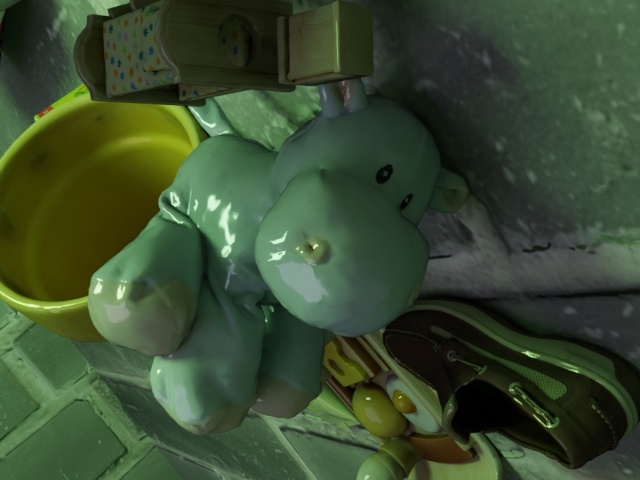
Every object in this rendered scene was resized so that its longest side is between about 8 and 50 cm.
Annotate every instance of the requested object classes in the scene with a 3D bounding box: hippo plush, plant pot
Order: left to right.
[{"bbox_3d":[-0.187,0.008,0.930,0.254,0.254,0.239,32,167,33],"label":"plant pot"},{"bbox_3d":[0.000,0.000,0.668,0.236,0.294,0.234,-16,135,36],"label":"hippo plush"}]

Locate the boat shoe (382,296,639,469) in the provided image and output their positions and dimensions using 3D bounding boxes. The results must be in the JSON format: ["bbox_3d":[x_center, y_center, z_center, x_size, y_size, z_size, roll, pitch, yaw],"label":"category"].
[{"bbox_3d":[0.125,0.113,0.706,0.257,0.095,0.095,8,133,56],"label":"boat shoe"}]

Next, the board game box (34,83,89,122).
[{"bbox_3d":[-0.286,-0.111,1.075,0.043,0.092,0.181,41,155,14],"label":"board game box"}]

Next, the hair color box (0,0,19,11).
[{"bbox_3d":[-0.287,-0.223,0.568,0.113,0.374,0.185,42,155,15],"label":"hair color box"}]

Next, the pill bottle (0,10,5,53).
[{"bbox_3d":[-0.473,-0.269,1.050,0.181,0.181,0.323,51,156,-5],"label":"pill bottle"}]

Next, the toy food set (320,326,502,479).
[{"bbox_3d":[0.038,0.181,0.956,0.306,0.092,0.220,48,156,0],"label":"toy food set"}]

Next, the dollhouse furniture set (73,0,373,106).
[{"bbox_3d":[-0.069,-0.175,0.549,0.181,0.101,0.161,0,93,48],"label":"dollhouse furniture set"}]

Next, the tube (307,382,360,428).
[{"bbox_3d":[-0.049,0.155,1.118,0.240,0.062,0.070,43,-161,1],"label":"tube"}]
